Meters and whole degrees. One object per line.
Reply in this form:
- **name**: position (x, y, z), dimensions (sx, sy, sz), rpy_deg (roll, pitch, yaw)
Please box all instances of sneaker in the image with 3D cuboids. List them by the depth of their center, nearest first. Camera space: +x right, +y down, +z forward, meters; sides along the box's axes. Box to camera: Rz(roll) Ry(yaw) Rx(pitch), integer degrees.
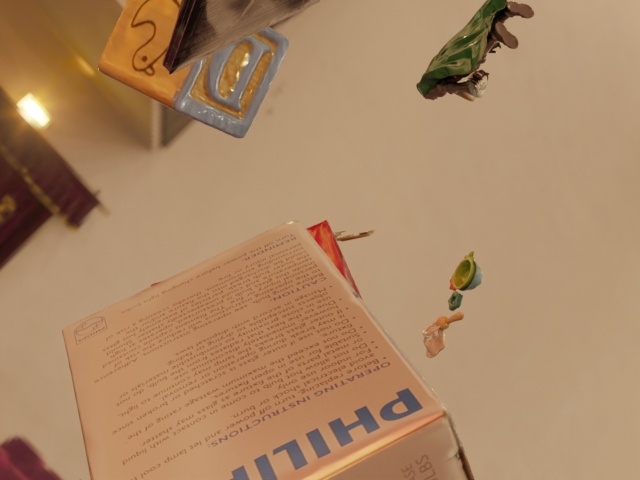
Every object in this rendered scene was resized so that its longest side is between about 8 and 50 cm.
- **sneaker**: position (0.195, -0.202, 1.568), dimensions (0.032, 0.037, 0.083), rpy_deg (30, 23, 11)

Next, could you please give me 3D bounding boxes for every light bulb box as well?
- **light bulb box**: position (-0.005, 0.228, 0.907), dimensions (0.358, 0.225, 0.361), rpy_deg (66, -6, -25)

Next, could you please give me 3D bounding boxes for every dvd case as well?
- **dvd case**: position (-0.046, -0.214, 1.014), dimensions (0.018, 0.164, 0.221), rpy_deg (60, -18, 3)

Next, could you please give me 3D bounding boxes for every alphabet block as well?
- **alphabet block**: position (-0.205, -0.302, 1.983), dimensions (0.197, 0.192, 0.193), rpy_deg (28, 3, 35)

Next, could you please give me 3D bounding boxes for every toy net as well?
- **toy net**: position (0.259, 0.132, 2.518), dimensions (0.045, 0.232, 0.122), rpy_deg (22, 17, -22)

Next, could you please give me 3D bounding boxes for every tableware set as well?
- **tableware set**: position (0.000, 0.000, 2.049), dimensions (0.168, 0.141, 0.020), rpy_deg (-12, -90, 37)

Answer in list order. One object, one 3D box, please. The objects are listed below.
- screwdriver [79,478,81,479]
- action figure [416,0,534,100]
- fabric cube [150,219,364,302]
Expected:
- **screwdriver**: position (-0.383, 0.464, 1.946), dimensions (0.025, 0.024, 0.170), rpy_deg (36, 44, -66)
- **action figure**: position (0.178, -0.226, 1.508), dimensions (0.063, 0.137, 0.232), rpy_deg (35, -23, -10)
- **fabric cube**: position (-0.050, 0.174, 1.665), dimensions (0.254, 0.258, 0.259), rpy_deg (67, 5, -55)
